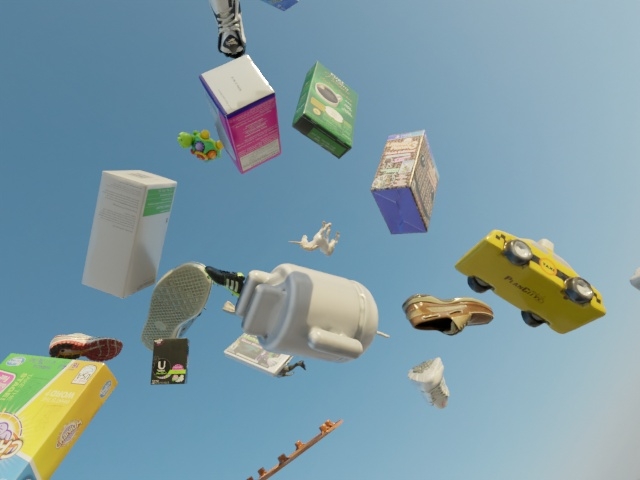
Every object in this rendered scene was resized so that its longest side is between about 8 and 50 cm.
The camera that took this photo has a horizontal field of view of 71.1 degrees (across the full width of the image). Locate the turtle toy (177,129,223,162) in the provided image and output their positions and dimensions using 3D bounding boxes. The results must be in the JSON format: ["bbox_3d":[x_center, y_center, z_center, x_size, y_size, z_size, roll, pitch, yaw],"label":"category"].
[{"bbox_3d":[-0.339,-0.267,1.268,0.130,0.095,0.066,32,-112,-25],"label":"turtle toy"}]

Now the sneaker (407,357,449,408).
[{"bbox_3d":[0.277,0.353,1.092,0.090,0.115,0.232,-30,-17,5],"label":"sneaker"}]

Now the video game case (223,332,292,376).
[{"bbox_3d":[-0.161,0.314,1.338,0.173,0.190,0.022,-40,-47,-46],"label":"video game case"}]

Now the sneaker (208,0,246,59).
[{"bbox_3d":[-0.280,-0.653,1.372,0.094,0.153,0.235,-10,-26,-7],"label":"sneaker"}]

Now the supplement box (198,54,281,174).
[{"bbox_3d":[-0.160,-0.255,0.944,0.114,0.111,0.220,-30,-17,-13],"label":"supplement box"}]

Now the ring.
[{"bbox_3d":[-0.080,0.602,1.274,0.336,0.032,0.336,-32,-19,-12],"label":"ring"}]

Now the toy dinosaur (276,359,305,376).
[{"bbox_3d":[-0.119,0.396,1.447,0.118,0.064,0.268,-20,-33,3],"label":"toy dinosaur"}]

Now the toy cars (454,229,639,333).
[{"bbox_3d":[0.382,0.049,0.574,0.087,0.394,0.176,-58,-41,-37],"label":"toy cars"}]

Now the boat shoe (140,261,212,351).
[{"bbox_3d":[-0.523,0.234,1.659,0.500,0.187,0.156,-53,3,35],"label":"boat shoe"}]

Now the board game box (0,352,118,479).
[{"bbox_3d":[-0.555,0.349,0.784,0.316,0.242,0.064,-69,-27,-51],"label":"board game box"}]

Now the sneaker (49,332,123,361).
[{"bbox_3d":[-0.783,0.348,1.509,0.225,0.093,0.088,14,-79,-36],"label":"sneaker"}]

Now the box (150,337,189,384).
[{"bbox_3d":[-0.280,0.226,0.839,0.062,0.052,0.083,2,-108,-11],"label":"box"}]

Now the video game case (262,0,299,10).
[{"bbox_3d":[-0.177,-0.745,1.165,0.244,0.061,0.269,63,-158,-8],"label":"video game case"}]

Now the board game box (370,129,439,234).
[{"bbox_3d":[0.312,-0.205,1.606,0.232,0.141,0.291,57,-138,-41],"label":"board game box"}]

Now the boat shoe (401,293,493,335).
[{"bbox_3d":[0.435,0.268,1.521,0.324,0.120,0.122,5,-45,-12],"label":"boat shoe"}]

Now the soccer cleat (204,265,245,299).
[{"bbox_3d":[-0.276,0.116,1.359,0.072,0.060,0.179,-44,-50,4],"label":"soccer cleat"}]

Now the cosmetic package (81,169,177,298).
[{"bbox_3d":[-0.600,-0.027,1.415,0.197,0.155,0.365,-47,-27,-75],"label":"cosmetic package"}]

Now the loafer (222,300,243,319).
[{"bbox_3d":[-0.288,0.255,1.607,0.045,0.125,0.039,112,180,-65],"label":"loafer"}]

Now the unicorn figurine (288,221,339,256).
[{"bbox_3d":[0.000,0.000,1.359,0.162,0.060,0.111,38,-108,-37],"label":"unicorn figurine"}]

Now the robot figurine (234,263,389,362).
[{"bbox_3d":[-0.013,0.172,1.040,0.353,0.300,0.200,17,-73,-26],"label":"robot figurine"}]

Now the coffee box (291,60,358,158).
[{"bbox_3d":[0.014,-0.248,0.843,0.113,0.184,0.040,30,-44,-24],"label":"coffee box"}]
